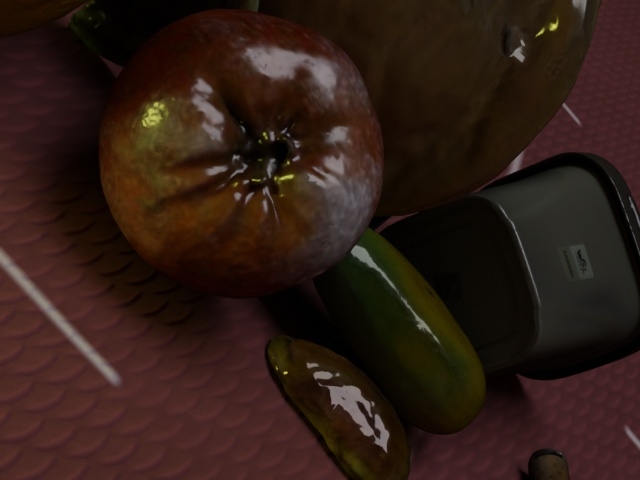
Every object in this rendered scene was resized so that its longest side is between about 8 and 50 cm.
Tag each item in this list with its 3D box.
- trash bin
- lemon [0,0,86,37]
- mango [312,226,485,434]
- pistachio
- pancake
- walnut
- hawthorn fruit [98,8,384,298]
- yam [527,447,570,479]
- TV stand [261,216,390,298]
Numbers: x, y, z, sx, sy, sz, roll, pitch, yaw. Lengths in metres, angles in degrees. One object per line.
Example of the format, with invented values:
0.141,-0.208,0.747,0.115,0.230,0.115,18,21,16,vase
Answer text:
0.187,0.037,1.811,0.250,0.219,0.220,-9,78,-55,trash bin
-0.257,-0.319,1.378,0.348,0.348,0.348,40,27,-25,lemon
0.067,0.071,1.641,0.237,0.091,0.137,58,9,-12,mango
0.026,0.141,1.580,0.173,0.049,0.089,52,22,0,pistachio
-0.149,-0.249,1.569,0.253,0.253,0.037,52,45,0,pancake
0.082,-0.215,1.705,0.383,0.383,0.383,40,27,-25,walnut
-0.081,-0.074,1.489,0.231,0.263,0.235,-40,126,-38,hawthorn fruit
0.221,0.293,1.716,0.046,0.046,0.264,41,27,-23,yam
0.000,0.000,1.729,0.040,0.049,0.256,53,24,5,TV stand
